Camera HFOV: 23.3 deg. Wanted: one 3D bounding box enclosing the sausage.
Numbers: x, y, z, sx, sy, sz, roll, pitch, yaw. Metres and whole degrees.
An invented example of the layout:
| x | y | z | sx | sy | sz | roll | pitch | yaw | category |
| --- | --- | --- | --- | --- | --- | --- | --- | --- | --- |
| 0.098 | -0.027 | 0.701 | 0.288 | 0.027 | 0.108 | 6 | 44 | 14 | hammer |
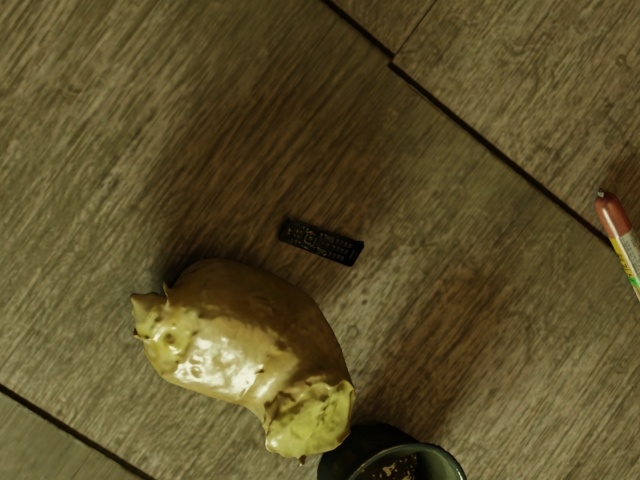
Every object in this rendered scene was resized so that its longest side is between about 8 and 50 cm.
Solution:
| x | y | z | sx | sy | sz | roll | pitch | yaw | category |
| --- | --- | --- | --- | --- | --- | --- | --- | --- | --- |
| 0.357 | 0.030 | 1.743 | 0.029 | 0.029 | 0.223 | -35 | 115 | -9 | sausage |

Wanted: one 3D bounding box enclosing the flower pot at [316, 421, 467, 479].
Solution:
| x | y | z | sx | sy | sz | roll | pitch | yaw | category |
| --- | --- | --- | --- | --- | --- | --- | --- | --- | --- |
| 0.066 | 0.266 | 1.657 | 0.157 | 0.107 | 0.158 | -8 | 112 | -20 | flower pot |

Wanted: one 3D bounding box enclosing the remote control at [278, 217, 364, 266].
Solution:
| x | y | z | sx | sy | sz | roll | pitch | yaw | category |
| --- | --- | --- | --- | --- | --- | --- | --- | --- | --- |
| 0.000 | 0.000 | 1.597 | 0.091 | 0.016 | 0.034 | 20 | 114 | -26 | remote control |

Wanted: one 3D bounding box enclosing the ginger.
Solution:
| x | y | z | sx | sy | sz | roll | pitch | yaw | category |
| --- | --- | --- | --- | --- | --- | --- | --- | --- | --- |
| -0.067 | 0.107 | 1.536 | 0.267 | 0.152 | 0.138 | 34 | 119 | -10 | ginger |
